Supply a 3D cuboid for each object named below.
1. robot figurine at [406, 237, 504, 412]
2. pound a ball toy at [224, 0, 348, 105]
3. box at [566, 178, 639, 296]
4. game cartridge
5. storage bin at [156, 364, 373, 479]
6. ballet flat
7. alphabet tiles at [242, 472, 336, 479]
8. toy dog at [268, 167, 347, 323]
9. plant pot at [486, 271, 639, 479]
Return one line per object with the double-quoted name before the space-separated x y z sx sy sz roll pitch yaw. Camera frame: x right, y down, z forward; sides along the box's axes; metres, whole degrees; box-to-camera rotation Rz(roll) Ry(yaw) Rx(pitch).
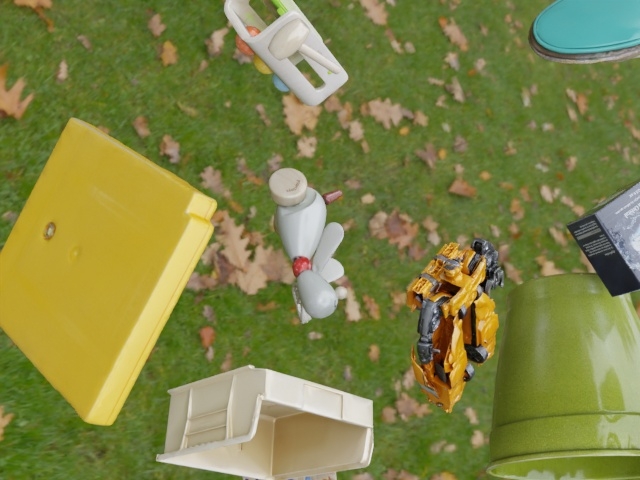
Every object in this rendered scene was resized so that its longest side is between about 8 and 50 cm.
"robot figurine" 0.201 0.126 1.240 0.211 0.085 0.291 -46 142 -28
"pound a ball toy" -0.062 -0.350 1.531 0.208 0.136 0.319 59 11 26
"box" 0.558 -0.009 1.453 0.156 0.093 0.158 -31 87 -21
"game cartridge" -0.282 0.023 0.997 0.053 0.324 0.285 25 94 -50
"storage bin" -0.086 0.315 1.365 0.262 0.260 0.123 25 56 -39
"ballet flat" 0.410 -0.272 0.966 0.106 0.316 0.107 32 44 -65
"alphabet tiles" -0.061 0.514 1.654 0.009 0.199 0.237 -23 108 -77
"toy dog" 0.000 0.000 1.710 0.161 0.220 0.333 -14 78 -8
"plant pot" 0.489 0.261 1.557 0.367 0.367 0.352 20 60 -38
